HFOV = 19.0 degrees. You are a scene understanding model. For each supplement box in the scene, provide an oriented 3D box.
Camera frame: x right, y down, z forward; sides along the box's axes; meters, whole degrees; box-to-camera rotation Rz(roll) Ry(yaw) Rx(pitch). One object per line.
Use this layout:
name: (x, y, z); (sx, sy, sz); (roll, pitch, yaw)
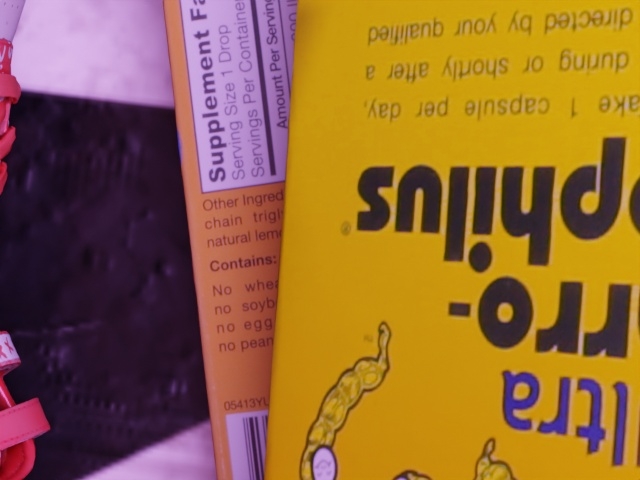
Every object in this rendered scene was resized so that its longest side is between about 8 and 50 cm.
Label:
supplement box: (0.000, 0.000, 0.646); (0.080, 0.078, 0.233); (-5, 86, 12)
supplement box: (0.123, -0.027, 0.534); (0.195, 0.194, 0.357); (2, 87, 47)

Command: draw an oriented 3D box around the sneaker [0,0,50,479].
sneaker: (-0.135, 0.003, 0.662); (0.145, 0.090, 0.270); (38, 97, 7)
